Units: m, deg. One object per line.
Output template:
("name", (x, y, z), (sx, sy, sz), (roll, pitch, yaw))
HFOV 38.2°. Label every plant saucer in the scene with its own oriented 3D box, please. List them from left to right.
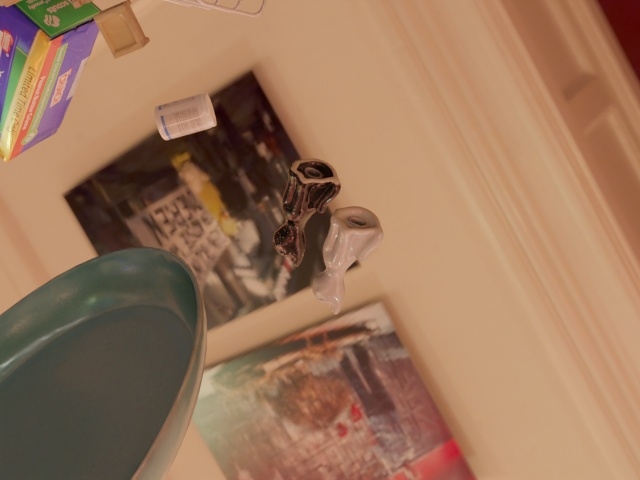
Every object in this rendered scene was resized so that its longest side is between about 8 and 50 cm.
("plant saucer", (-0.190, 0.134, 0.583), (0.318, 0.043, 0.317), (-28, -148, 20))

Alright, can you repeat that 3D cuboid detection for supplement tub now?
("supplement tub", (-0.264, -0.241, 1.801), (0.107, 0.071, 0.071), (-14, -174, 3))

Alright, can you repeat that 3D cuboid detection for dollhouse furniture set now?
("dollhouse furniture set", (-0.312, -0.308, 1.135), (0.161, 0.181, 0.101), (-16, -155, 18))

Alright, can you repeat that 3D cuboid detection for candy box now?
("candy box", (-0.481, -0.307, 1.275), (0.122, 0.317, 0.268), (-49, 180, -45))

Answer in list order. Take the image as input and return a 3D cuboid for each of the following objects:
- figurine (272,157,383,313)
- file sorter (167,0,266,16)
("figurine", (0.000, 0.000, 1.636), (0.092, 0.215, 0.209), (-13, 140, -37))
("file sorter", (-0.247, -0.540, 1.770), (0.278, 0.173, 0.193), (20, -167, 40))
